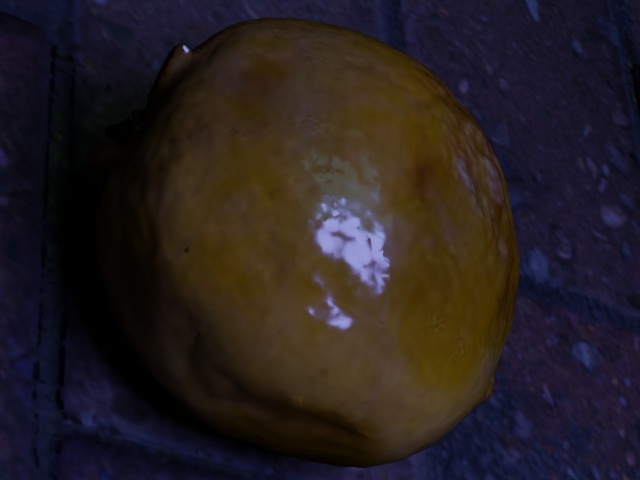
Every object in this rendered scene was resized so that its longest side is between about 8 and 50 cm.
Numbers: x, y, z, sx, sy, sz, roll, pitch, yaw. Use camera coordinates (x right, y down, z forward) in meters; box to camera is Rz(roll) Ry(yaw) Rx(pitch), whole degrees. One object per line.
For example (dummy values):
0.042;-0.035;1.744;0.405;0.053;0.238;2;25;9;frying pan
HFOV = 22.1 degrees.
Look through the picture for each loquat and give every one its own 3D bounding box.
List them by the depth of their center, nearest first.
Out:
0.000;0.000;0.838;0.238;0.193;0.238;17;57;-27;loquat
